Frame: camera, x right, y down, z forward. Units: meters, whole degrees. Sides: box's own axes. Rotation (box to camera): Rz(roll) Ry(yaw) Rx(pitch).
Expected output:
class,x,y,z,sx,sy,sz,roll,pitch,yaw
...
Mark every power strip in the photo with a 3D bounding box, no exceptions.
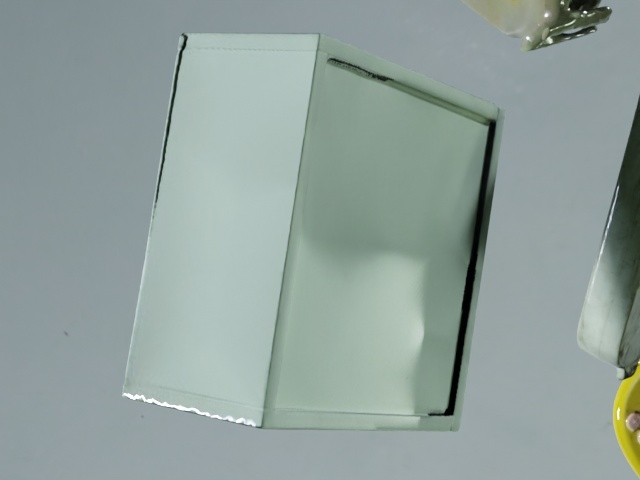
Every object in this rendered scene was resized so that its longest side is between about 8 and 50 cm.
class,x,y,z,sx,sy,sz,roll,pitch,yaw
power strip,0.251,-0.027,1.058,0.048,0.080,0.285,26,118,35

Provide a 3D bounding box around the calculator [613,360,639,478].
class,x,y,z,sx,sy,sz,roll,pitch,yaw
calculator,0.369,0.194,1.297,0.235,0.032,0.146,43,89,-9

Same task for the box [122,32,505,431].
class,x,y,z,sx,sy,sz,roll,pitch,yaw
box,0.000,0.000,0.905,0.117,0.225,0.224,7,87,35

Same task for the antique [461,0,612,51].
class,x,y,z,sx,sy,sz,roll,pitch,yaw
antique,0.156,-0.284,1.242,0.150,0.125,0.284,-19,49,-19
